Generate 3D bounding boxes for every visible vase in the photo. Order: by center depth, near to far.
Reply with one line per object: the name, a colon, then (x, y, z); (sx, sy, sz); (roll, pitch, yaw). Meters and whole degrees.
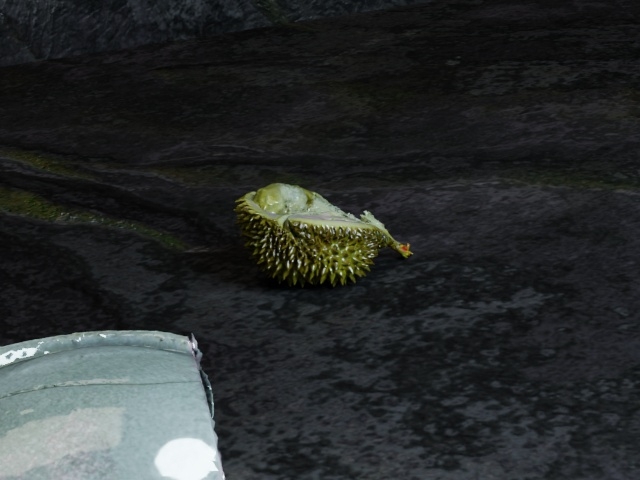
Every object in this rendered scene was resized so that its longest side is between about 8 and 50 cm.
vase: (-0.271, 0.216, 0.970); (0.445, 0.250, 0.250); (-14, 22, -7)

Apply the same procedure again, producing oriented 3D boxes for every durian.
durian: (0.000, 0.000, 1.596); (0.208, 0.102, 0.146); (9, 17, -22)
